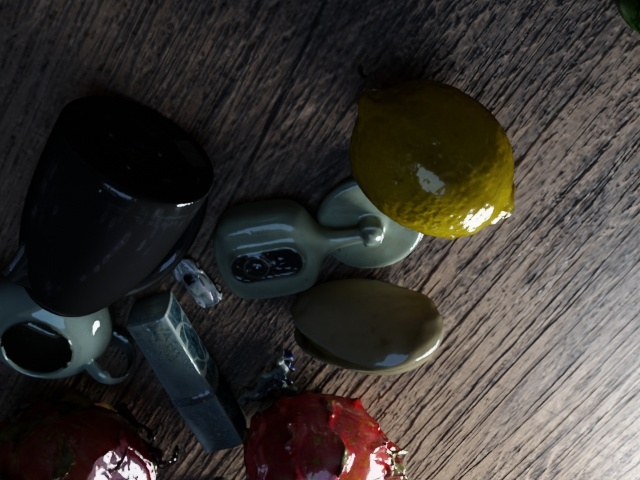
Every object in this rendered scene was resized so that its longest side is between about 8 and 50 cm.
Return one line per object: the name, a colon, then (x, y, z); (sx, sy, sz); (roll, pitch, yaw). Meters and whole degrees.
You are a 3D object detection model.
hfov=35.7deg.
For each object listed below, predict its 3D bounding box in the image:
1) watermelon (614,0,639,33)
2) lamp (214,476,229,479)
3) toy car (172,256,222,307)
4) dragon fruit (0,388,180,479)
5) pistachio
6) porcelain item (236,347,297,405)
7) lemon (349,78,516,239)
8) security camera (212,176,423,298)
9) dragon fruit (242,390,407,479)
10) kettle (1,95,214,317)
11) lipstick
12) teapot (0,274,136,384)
watermelon: (0.406, -0.317, 1.117); (0.141, 0.140, 0.187); (4, 122, -1)
lamp: (-0.157, 0.476, 1.753); (0.041, 0.054, 0.121); (-18, 123, 15)
toy car: (-0.185, 0.062, 1.475); (0.041, 0.025, 0.093); (-29, 120, 20)
dragon fruit: (-0.407, 0.364, 1.576); (0.291, 0.269, 0.250); (7, 144, 41)
pistachio: (0.067, 0.128, 1.448); (0.238, 0.153, 0.137); (7, 120, 30)
porcelain item: (-0.069, 0.231, 1.596); (0.075, 0.021, 0.136); (30, 122, -23)
lemon: (0.142, -0.100, 1.250); (0.257, 0.188, 0.188); (37, 119, -17)
security camera: (0.000, 0.000, 1.397); (0.302, 0.080, 0.157); (-11, 124, 6)
dragon fruit: (0.011, 0.334, 1.553); (0.268, 0.205, 0.210); (10, 125, -6)
kettle: (-0.270, -0.016, 1.327); (0.268, 0.207, 0.290); (0, 134, -43)
lipstick: (-0.206, 0.207, 1.547); (0.076, 0.077, 0.289); (-18, 122, 14)
teapot: (-0.403, 0.124, 1.463); (0.294, 0.129, 0.193); (31, 122, -18)
